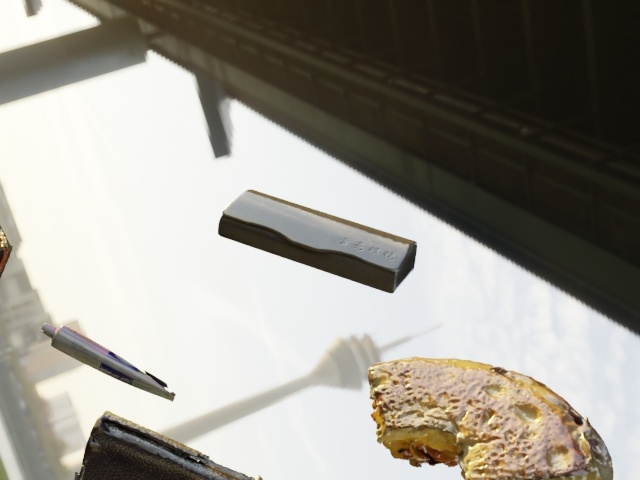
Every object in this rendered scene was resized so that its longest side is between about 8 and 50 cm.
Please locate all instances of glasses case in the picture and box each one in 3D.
[{"bbox_3d":[-0.002,0.000,1.033,0.190,0.072,0.042,18,-59,19],"label":"glasses case"}]

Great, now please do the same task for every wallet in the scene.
[{"bbox_3d":[-0.199,0.355,1.297,0.071,0.220,0.262,-55,164,-66],"label":"wallet"}]

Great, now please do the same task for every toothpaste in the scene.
[{"bbox_3d":[-0.238,0.138,1.189,0.169,0.028,0.045,29,-25,-1],"label":"toothpaste"}]

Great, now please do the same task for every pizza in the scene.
[{"bbox_3d":[0.160,0.198,1.093,0.305,0.161,0.086,20,-42,42],"label":"pizza"}]

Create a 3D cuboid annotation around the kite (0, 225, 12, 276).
[{"bbox_3d":[-0.281,0.031,0.786,0.234,0.016,0.321,-26,-121,48],"label":"kite"}]
